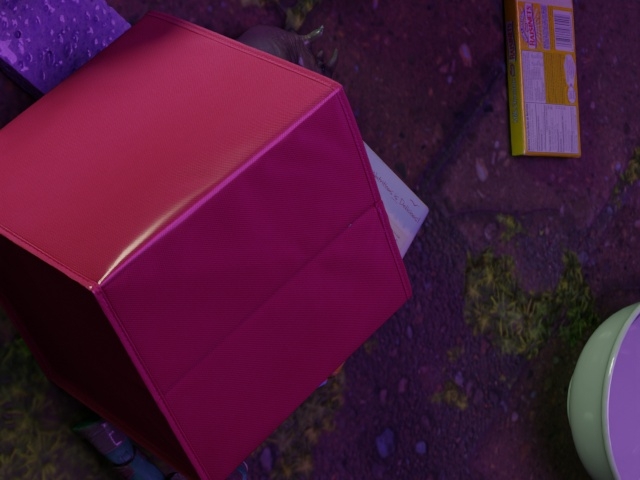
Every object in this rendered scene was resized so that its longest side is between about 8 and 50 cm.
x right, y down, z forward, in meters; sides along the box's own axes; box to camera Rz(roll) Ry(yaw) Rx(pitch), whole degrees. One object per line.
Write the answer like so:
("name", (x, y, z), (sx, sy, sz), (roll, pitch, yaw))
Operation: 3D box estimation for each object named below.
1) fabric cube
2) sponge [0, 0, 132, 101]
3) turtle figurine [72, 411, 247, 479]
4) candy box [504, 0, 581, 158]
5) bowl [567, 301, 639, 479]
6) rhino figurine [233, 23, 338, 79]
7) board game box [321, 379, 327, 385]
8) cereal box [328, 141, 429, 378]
("fabric cube", (-0.118, 0.004, 1.185), (0.258, 0.254, 0.259), (-43, 136, -23))
("sponge", (-0.250, -0.193, 1.302), (0.210, 0.031, 0.117), (43, 62, -29))
("turtle figurine", (-0.126, 0.248, 1.321), (0.175, 0.118, 0.234), (-32, 101, -36))
("candy box", (0.273, -0.204, 1.726), (0.105, 0.027, 0.206), (0, 86, -36))
("bowl", (0.399, 0.203, 1.728), (0.298, 0.134, 0.298), (3, 86, -39))
("rhino figurine", (-0.064, -0.163, 1.423), (0.243, 0.073, 0.106), (-25, 105, -39))
("board game box", (-0.044, 0.109, 1.443), (0.168, 0.033, 0.133), (-26, 103, -38))
("cereal box", (0.000, 0.000, 1.455), (0.173, 0.047, 0.240), (45, 54, -20))
